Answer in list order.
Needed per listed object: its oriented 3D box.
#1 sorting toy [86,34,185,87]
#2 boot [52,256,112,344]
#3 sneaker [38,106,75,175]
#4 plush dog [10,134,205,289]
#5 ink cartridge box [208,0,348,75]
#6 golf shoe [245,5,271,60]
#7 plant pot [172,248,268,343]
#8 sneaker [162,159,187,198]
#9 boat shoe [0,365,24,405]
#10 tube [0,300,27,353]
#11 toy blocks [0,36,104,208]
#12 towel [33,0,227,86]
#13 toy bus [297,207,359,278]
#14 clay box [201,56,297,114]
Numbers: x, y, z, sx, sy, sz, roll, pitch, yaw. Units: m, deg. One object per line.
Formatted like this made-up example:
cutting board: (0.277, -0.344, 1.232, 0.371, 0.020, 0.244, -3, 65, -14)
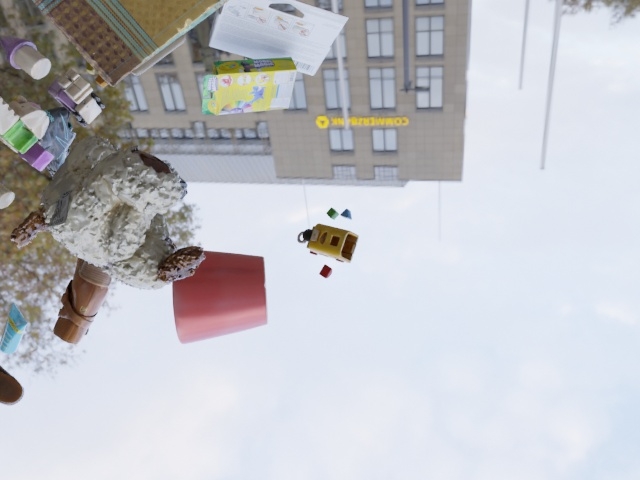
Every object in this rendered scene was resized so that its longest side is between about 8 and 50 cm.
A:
sorting toy: (-0.608, -0.610, 1.833, 0.229, 0.041, 0.307, 42, -106, 17)
boot: (-0.556, 0.125, 1.385, 0.109, 0.220, 0.283, 24, 172, -28)
sneaker: (-0.688, -0.250, 1.528, 0.106, 0.267, 0.101, -40, -99, -27)
plush dog: (-0.299, -0.009, 0.869, 0.263, 0.225, 0.210, 17, -118, 47)
ink cartridge box: (-0.102, -0.504, 1.356, 0.275, 0.239, 0.060, 11, -112, -18)
golf shoe: (-0.191, -0.620, 1.731, 0.094, 0.077, 0.198, -9, -110, 36)
plant pot: (-0.272, 0.147, 1.631, 0.243, 0.274, 0.275, -4, -146, -6)
sneaker: (-0.475, -0.187, 1.862, 0.078, 0.234, 0.106, -44, -96, -5)
boat shoe: (-0.748, 0.291, 1.283, 0.073, 0.207, 0.073, -49, -172, -27)
tube: (-0.893, 0.261, 1.699, 0.080, 0.207, 0.052, 47, -140, 8)
toy blocks: (-0.641, -0.273, 1.087, 0.260, 0.288, 0.309, 37, -104, 7)
towel: (-0.242, -0.431, 0.816, 0.370, 0.271, 0.040, -37, -148, 2)
toy bus: (0.011, -0.003, 1.760, 0.202, 0.104, 0.190, -34, -118, 18)
clay box: (-0.176, -0.369, 1.393, 0.222, 0.127, 0.053, -9, -122, -21)
